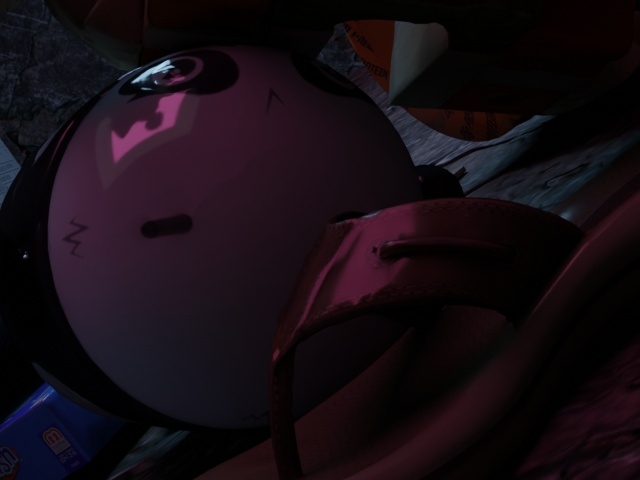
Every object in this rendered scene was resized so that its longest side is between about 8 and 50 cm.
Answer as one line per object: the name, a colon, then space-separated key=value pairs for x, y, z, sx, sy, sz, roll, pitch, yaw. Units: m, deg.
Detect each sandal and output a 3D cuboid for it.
sandal: x=0.044 y=0.014 z=0.461 sx=0.303 sy=0.086 sz=0.120 roll=-38 pitch=9 yaw=-24

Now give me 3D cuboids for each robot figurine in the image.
robot figurine: x=-0.062 y=0.002 z=0.638 sx=0.209 sy=0.173 sz=0.278 roll=-50 pitch=13 yaw=-18

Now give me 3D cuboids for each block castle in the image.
block castle: x=0.037 y=-0.233 z=0.595 sx=0.453 sy=0.303 sz=0.213 roll=5 pitch=-7 yaw=-10

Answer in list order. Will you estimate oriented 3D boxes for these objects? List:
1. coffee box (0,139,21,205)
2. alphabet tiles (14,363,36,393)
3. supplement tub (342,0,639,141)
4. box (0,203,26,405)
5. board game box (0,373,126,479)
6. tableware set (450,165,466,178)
coffee box: x=-0.419 y=0.048 z=1.195 sx=0.337 sy=0.334 sz=0.338 roll=-34 pitch=8 yaw=0
alphabet tiles: x=-0.239 y=0.065 z=0.955 sx=0.237 sy=0.198 sz=0.009 roll=-33 pitch=39 yaw=19
supplement tub: x=0.180 y=-0.219 z=0.854 sx=0.338 sy=0.207 sz=0.207 roll=-38 pitch=9 yaw=-25
box: x=-0.255 y=0.103 z=0.857 sx=0.233 sy=0.059 sz=0.183 roll=-61 pitch=-5 yaw=36
board game box: x=-0.161 y=0.104 z=0.851 sx=0.160 sy=0.047 sz=0.210 roll=-35 pitch=7 yaw=28
tableware set: x=0.000 y=0.000 z=0.878 sx=0.128 sy=0.039 sz=0.194 roll=-25 pitch=12 yaw=46
